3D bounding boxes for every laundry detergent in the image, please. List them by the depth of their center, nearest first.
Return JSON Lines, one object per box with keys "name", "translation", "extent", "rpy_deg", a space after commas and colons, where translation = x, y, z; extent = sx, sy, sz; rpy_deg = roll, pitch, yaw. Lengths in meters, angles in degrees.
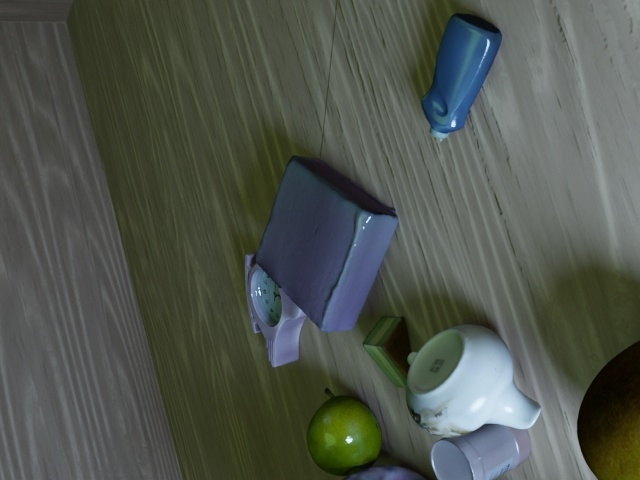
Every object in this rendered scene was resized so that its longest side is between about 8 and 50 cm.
{"name": "laundry detergent", "translation": [0.224, -0.259, 1.018], "extent": [0.096, 0.061, 0.207], "rpy_deg": [40, 132, 31]}

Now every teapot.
{"name": "teapot", "translation": [0.238, 0.242, 1.062], "extent": [0.139, 0.204, 0.298], "rpy_deg": [37, 170, -16]}

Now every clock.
{"name": "clock", "translation": [-0.094, 0.189, 1.592], "extent": [0.275, 0.080, 0.291], "rpy_deg": [14, 112, 53]}

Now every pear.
{"name": "pear", "translation": [0.049, 0.423, 1.407], "extent": [0.180, 0.166, 0.216], "rpy_deg": [99, 165, -48]}

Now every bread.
{"name": "bread", "translation": [0.165, 0.238, 1.295], "extent": [0.139, 0.084, 0.074], "rpy_deg": [52, 150, -18]}

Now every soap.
{"name": "soap", "translation": [0.000, 0.000, 1.334], "extent": [0.296, 0.107, 0.286], "rpy_deg": [42, 121, 40]}

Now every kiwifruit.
{"name": "kiwifruit", "translation": [0.426, 0.229, 0.765], "extent": [0.196, 0.195, 0.234], "rpy_deg": [54, 143, 31]}

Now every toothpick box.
{"name": "toothpick box", "translation": [0.274, 0.362, 1.055], "extent": [0.098, 0.148, 0.099], "rpy_deg": [21, 117, 50]}

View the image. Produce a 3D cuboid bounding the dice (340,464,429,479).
{"name": "dice", "translation": [0.130, 0.648, 1.243], "extent": [0.271, 0.270, 0.270], "rpy_deg": [33, 125, 45]}
